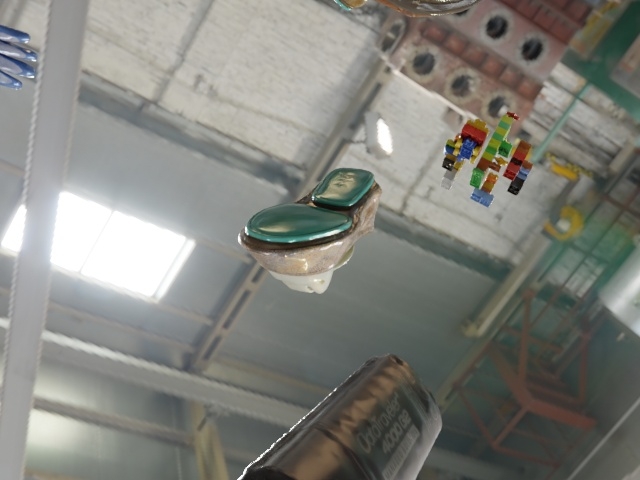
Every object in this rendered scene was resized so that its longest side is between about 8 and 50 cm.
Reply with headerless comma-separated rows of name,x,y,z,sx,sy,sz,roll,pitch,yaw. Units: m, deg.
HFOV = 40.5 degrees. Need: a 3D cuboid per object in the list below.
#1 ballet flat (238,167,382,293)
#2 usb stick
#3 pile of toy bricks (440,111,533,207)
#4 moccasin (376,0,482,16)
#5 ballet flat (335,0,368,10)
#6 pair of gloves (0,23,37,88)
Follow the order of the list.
ballet flat,0.000,0.000,1.011,0.108,0.106,0.316,15,-158,21
usb stick,0.022,0.124,0.503,0.077,0.045,0.278,55,-164,6
pile of toy bricks,0.236,-0.127,1.185,0.118,0.105,0.212,28,170,8
moccasin,-0.078,-0.201,0.251,0.380,0.139,0.147,13,-141,-31
ballet flat,-0.019,-0.578,1.619,0.342,0.124,0.116,38,-147,-18
pair of gloves,-0.338,-0.237,0.877,0.023,0.198,0.159,34,-166,37
